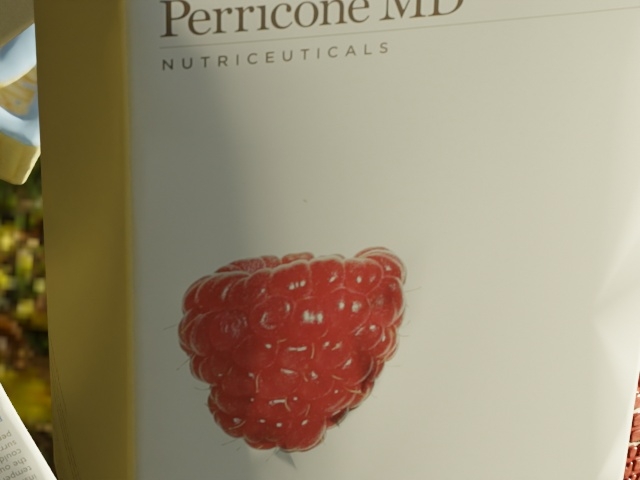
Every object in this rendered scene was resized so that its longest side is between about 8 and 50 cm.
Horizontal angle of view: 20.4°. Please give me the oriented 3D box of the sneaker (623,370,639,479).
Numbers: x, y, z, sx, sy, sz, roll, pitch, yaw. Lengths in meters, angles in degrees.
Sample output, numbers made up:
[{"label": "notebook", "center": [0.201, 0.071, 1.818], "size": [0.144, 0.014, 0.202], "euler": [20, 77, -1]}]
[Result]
[{"label": "sneaker", "center": [0.181, 0.157, 1.279], "size": [0.088, 0.225, 0.093], "euler": [-18, 39, -32]}]

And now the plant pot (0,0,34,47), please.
[{"label": "plant pot", "center": [-0.275, -0.194, 1.375], "size": [0.109, 0.096, 0.109], "euler": [41, -7, -24]}]

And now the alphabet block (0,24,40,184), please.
[{"label": "alphabet block", "center": [-0.306, -0.185, 1.608], "size": [0.193, 0.192, 0.197], "euler": [29, -13, -8]}]

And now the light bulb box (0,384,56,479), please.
[{"label": "light bulb box", "center": [-0.247, 0.369, 1.378], "size": [0.225, 0.358, 0.361], "euler": [-27, 61, -17]}]

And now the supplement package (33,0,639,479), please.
[{"label": "supplement package", "center": [0.000, 0.000, 0.619], "size": [0.177, 0.293, 0.175], "euler": [-7, 31, -15]}]
